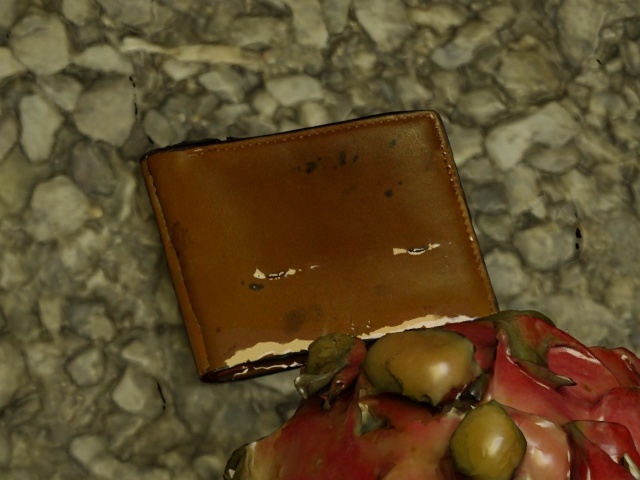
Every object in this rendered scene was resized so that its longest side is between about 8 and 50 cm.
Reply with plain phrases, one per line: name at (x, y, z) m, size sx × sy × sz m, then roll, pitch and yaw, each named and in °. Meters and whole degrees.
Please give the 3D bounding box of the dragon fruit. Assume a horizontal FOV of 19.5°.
dragon fruit at (0.078, 0.153, 0.978) m, size 0.269 × 0.291 × 0.250 m, roll 16°, pitch 72°, yaw -2°

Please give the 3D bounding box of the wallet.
wallet at (0.000, 0.002, 1.162) m, size 0.196 × 0.042 × 0.161 m, roll -12°, pitch 66°, yaw -12°
